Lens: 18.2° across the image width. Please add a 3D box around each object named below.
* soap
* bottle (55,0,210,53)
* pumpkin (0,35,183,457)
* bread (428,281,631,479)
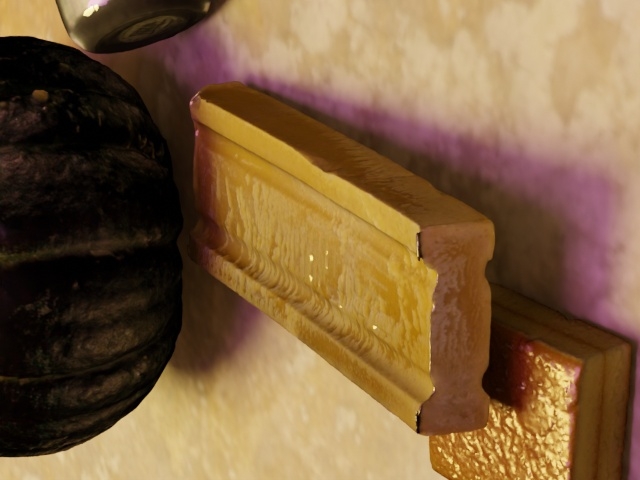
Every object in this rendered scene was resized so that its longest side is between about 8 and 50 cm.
[{"bbox_3d":[0.001,0.000,0.902,0.252,0.037,0.092,-146,53,-59],"label":"soap"},{"bbox_3d":[-0.126,-0.220,1.014,0.096,0.079,0.254,48,-158,-82],"label":"bottle"},{"bbox_3d":[-0.161,0.003,1.046,0.220,0.161,0.221,33,128,56],"label":"pumpkin"},{"bbox_3d":[0.087,0.073,0.843,0.094,0.035,0.090,26,121,49],"label":"bread"}]
